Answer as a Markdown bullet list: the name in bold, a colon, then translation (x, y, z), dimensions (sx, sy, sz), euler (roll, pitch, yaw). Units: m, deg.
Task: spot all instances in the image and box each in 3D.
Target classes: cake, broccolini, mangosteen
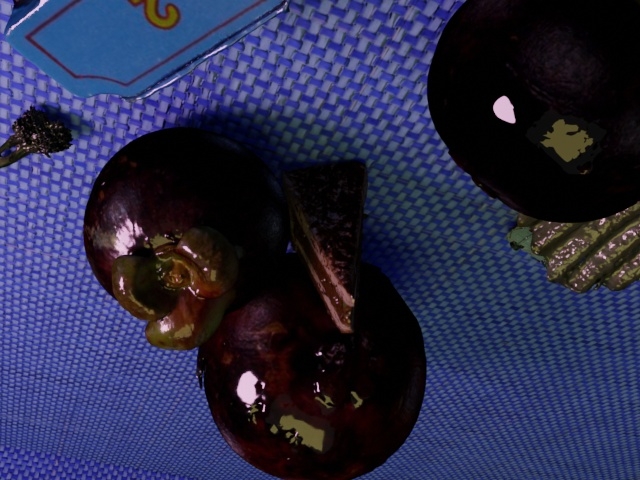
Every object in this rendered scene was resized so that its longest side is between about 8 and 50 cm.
- **cake**: translation (-0.006, 0.008, 0.957), dimensions (0.135, 0.246, 0.112), euler (3, 143, 6)
- **broccolini**: translation (-0.432, -0.138, 0.980), dimensions (0.201, 0.058, 0.074), euler (-8, 131, 42)
- **mangosteen**: translation (0.264, -0.170, 0.697), dimensions (0.275, 0.275, 0.302), euler (34, 108, -35)
- **mangosteen**: translation (-0.023, 0.181, 1.130), dimensions (0.380, 0.421, 0.381), euler (-8, 113, -20)
- **mangosteen**: translation (-0.177, -0.009, 0.918), dimensions (0.287, 0.288, 0.288), euler (3, 145, 2)

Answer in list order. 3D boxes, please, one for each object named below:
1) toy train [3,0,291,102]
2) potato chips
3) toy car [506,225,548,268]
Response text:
- **toy train**: translation (-0.167, -0.285, 0.612), dimensions (0.300, 0.188, 0.265), euler (-22, 137, 28)
- **potato chips**: translation (0.451, -0.060, 0.929), dimensions (0.372, 0.097, 0.389), euler (12, 144, -4)
- **toy car**: translation (0.352, 0.004, 1.094), dimensions (0.121, 0.035, 0.059), euler (28, 139, -17)
